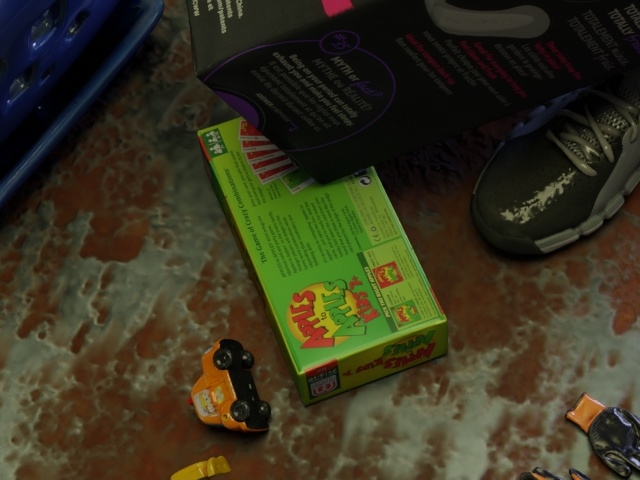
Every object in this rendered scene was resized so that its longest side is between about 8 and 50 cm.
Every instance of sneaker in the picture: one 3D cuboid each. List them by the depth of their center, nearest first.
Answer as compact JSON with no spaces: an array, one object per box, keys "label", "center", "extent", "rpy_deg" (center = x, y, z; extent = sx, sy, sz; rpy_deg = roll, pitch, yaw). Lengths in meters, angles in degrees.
[{"label":"sneaker","center":[0.178,-0.095,1.180],"extent":[0.229,0.132,0.086],"rpy_deg":[-37,63,-17]}]

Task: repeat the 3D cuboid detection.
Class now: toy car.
[{"label":"toy car","center":[-0.067,0.096,1.110],"extent":[0.040,0.122,0.060],"rpy_deg":[-23,95,20]}]

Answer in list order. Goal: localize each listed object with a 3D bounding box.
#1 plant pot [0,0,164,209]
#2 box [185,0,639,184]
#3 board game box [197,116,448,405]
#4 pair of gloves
[{"label":"plant pot","center":[-0.242,-0.158,1.206],"extent":[0.236,0.212,0.236],"rpy_deg":[28,66,19]},{"label":"box","center":[0.074,-0.162,1.104],"extent":[0.270,0.165,0.143],"rpy_deg":[-19,61,20]},{"label":"board game box","center":[0.000,0.000,1.190],"extent":[0.092,0.043,0.181],"rpy_deg":[-20,59,-7]},{"label":"pair of gloves","center":[0.158,0.131,1.119],"extent":[0.074,0.010,0.083],"rpy_deg":[29,63,21]}]
